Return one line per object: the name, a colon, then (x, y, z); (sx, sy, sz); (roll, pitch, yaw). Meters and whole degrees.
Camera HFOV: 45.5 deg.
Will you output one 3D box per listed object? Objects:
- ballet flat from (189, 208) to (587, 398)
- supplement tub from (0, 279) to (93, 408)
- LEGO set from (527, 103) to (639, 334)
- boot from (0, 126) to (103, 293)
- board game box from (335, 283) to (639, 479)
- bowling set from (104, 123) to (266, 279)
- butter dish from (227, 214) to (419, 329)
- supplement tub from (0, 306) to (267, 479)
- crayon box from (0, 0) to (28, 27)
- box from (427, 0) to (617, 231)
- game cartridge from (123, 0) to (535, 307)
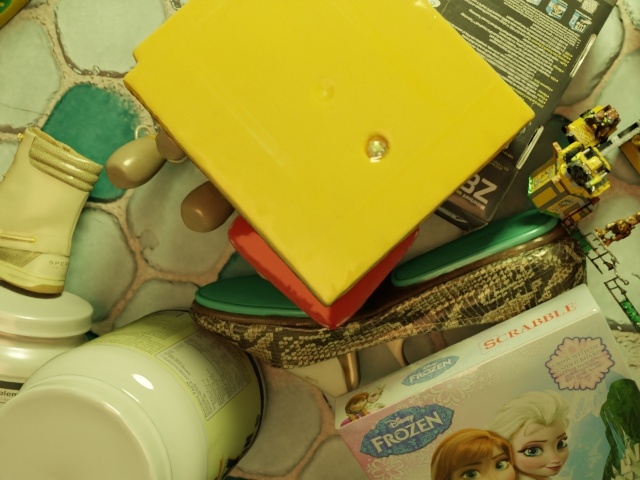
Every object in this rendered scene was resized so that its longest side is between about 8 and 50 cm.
ballet flat: (0.083, 0.100, 0.926); (0.482, 0.164, 0.182); (-13, 104, 10)
supplement tub: (-0.414, 0.206, 1.012); (0.191, 0.191, 0.272); (16, 97, 11)
LEGO set: (0.398, -0.031, 0.781); (0.254, 0.192, 0.331); (-23, 79, -24)
boot: (-0.436, -0.063, 1.050); (0.261, 0.095, 0.204); (22, 94, 17)
board game box: (0.229, 0.255, 0.890); (0.318, 0.066, 0.318); (-28, 108, 13)
bowling set: (-0.098, -0.108, 0.914); (0.287, 0.154, 0.200); (33, 131, 5)
butter dish: (0.000, 0.000, 0.847); (0.160, 0.118, 0.160); (41, 75, 3)
supplement tub: (-0.214, 0.220, 0.898); (0.235, 0.325, 0.236); (2, 97, 13)
crayon box: (-0.511, -0.333, 0.932); (0.363, 0.313, 0.106); (-38, 83, 12)
box: (0.088, -0.244, 0.851); (0.394, 0.097, 0.318); (30, 83, 0)
game cartridge: (0.003, -0.144, 0.772); (0.285, 0.053, 0.324); (-42, 84, -4)
